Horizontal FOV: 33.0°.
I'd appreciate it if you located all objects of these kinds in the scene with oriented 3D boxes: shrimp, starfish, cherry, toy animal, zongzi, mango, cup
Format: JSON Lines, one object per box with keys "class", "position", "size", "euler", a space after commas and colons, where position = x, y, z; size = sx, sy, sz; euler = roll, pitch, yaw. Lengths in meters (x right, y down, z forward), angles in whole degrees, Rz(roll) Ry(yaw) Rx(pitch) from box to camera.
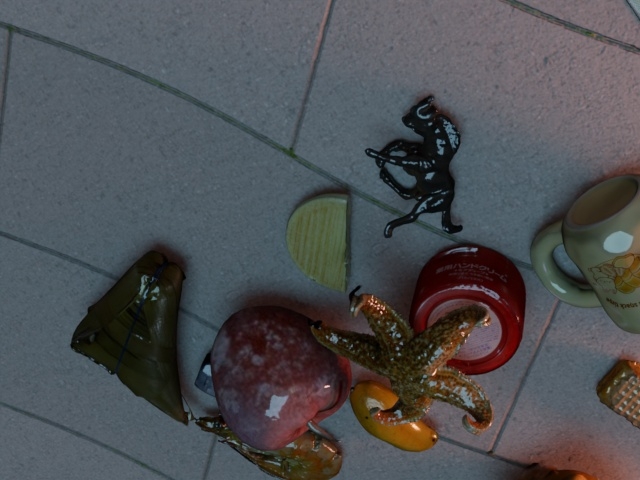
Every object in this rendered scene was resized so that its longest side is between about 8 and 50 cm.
{"class": "shrimp", "position": [-0.102, 0.391, 2.052], "size": [0.294, 0.062, 0.154], "euler": [23, 129, -1]}
{"class": "starfish", "position": [0.137, 0.182, 1.711], "size": [0.312, 0.113, 0.303], "euler": [-20, 112, 39]}
{"class": "cherry", "position": [-0.067, 0.247, 1.868], "size": [0.285, 0.236, 0.213], "euler": [46, 153, 9]}
{"class": "toy animal", "position": [0.158, -0.104, 1.701], "size": [0.148, 0.084, 0.233], "euler": [-8, 113, 16]}
{"class": "zongzi", "position": [-0.272, 0.184, 1.936], "size": [0.289, 0.123, 0.260], "euler": [42, 121, -10]}
{"class": "mango", "position": [0.125, 0.320, 1.951], "size": [0.190, 0.075, 0.098], "euler": [39, 126, -17]}
{"class": "cup", "position": [0.461, 0.014, 1.678], "size": [0.173, 0.255, 0.202], "euler": [-42, 109, -15]}

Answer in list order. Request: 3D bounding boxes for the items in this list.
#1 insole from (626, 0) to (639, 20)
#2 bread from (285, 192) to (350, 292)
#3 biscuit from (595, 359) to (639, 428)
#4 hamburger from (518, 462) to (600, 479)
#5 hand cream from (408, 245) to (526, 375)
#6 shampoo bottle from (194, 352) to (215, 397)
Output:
{"class": "insole", "position": [0.542, -0.276, 1.561], "size": [0.109, 0.007, 0.322], "euler": [-32, 108, 26]}
{"class": "bread", "position": [-0.004, -0.004, 1.824], "size": [0.112, 0.036, 0.193], "euler": [9, 124, 14]}
{"class": "biscuit", "position": [0.651, 0.325, 1.841], "size": [0.378, 0.054, 0.094], "euler": [29, 120, -4]}
{"class": "hamburger", "position": [0.415, 0.518, 1.888], "size": [0.276, 0.276, 0.237], "euler": [-29, 101, 25]}
{"class": "hand cream", "position": [0.243, 0.116, 1.780], "size": [0.193, 0.125, 0.193], "euler": [5, 121, 9]}
{"class": "shampoo bottle", "position": [-0.115, 0.283, 1.998], "size": [0.233, 0.049, 0.087], "euler": [23, 121, 0]}
